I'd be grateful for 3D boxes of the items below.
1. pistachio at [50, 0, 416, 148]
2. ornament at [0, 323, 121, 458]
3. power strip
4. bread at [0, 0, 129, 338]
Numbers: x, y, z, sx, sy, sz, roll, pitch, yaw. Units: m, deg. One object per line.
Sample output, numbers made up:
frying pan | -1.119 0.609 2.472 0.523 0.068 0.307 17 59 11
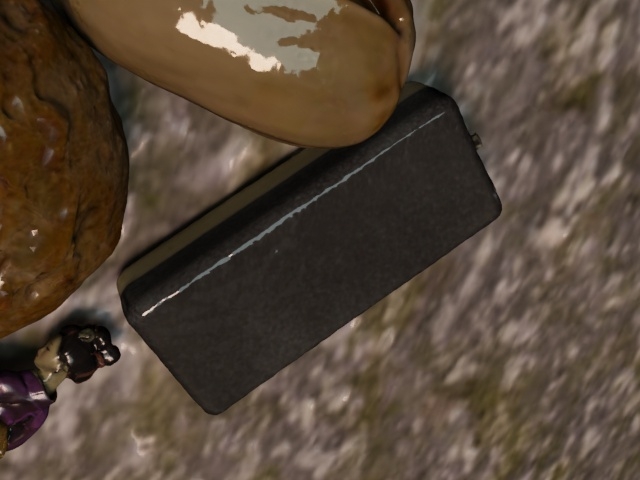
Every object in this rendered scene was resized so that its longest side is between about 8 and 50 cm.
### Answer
pistachio | -0.041 -0.125 0.457 0.206 0.131 0.129 19 59 -16
ornament | -0.223 0.108 0.504 0.203 0.088 0.081 -41 96 -17
power strip | 0.000 0.000 0.548 0.257 0.070 0.105 -34 122 -5
bread | -0.210 -0.035 0.403 0.230 0.123 0.230 -7 123 -12
